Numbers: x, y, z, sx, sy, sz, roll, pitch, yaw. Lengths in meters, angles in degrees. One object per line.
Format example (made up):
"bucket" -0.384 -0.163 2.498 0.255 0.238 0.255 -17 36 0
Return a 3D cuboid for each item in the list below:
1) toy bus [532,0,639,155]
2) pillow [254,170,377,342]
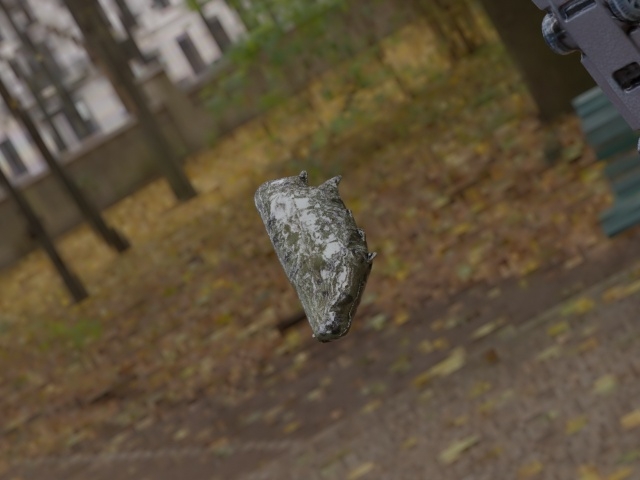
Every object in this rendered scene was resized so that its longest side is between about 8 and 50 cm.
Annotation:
"toy bus" 0.333 -0.189 1.781 0.109 0.330 0.136 -25 19 49
"pillow" 0.001 0.000 1.705 0.093 0.051 0.241 -42 38 14
